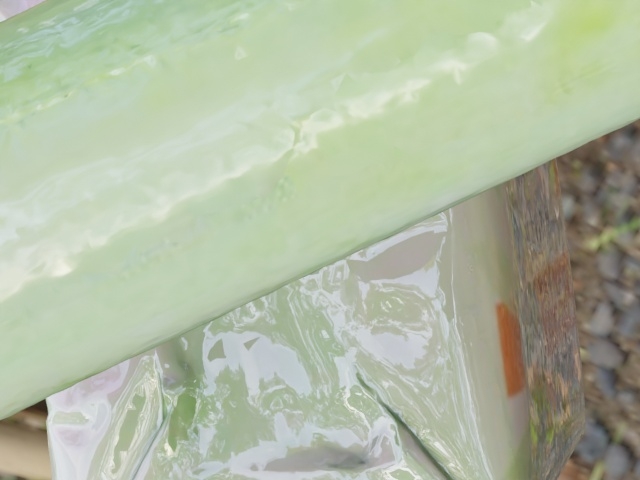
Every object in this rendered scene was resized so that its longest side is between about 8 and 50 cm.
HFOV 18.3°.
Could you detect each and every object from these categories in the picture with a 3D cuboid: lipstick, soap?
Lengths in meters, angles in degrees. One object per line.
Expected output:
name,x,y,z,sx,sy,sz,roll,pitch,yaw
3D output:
lipstick,-0.056,-0.007,0.394,0.304,0.076,0.076,-26,54,-1
soap,0.000,0.000,0.623,0.138,0.199,0.182,-8,93,13
